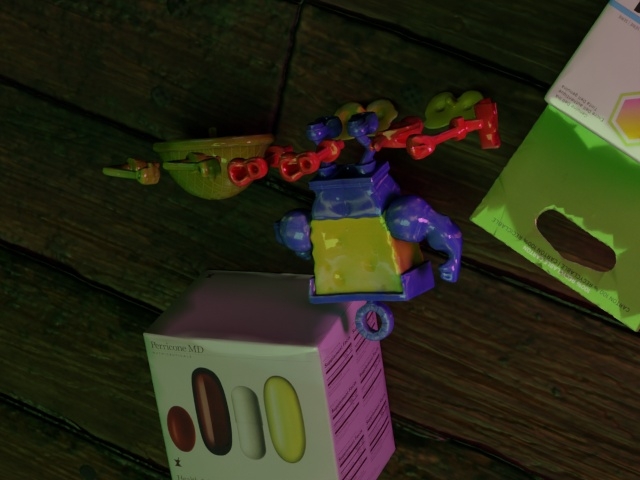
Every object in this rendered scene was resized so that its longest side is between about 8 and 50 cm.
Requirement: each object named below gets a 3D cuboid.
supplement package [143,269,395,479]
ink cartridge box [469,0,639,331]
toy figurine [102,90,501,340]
[{"bbox_3d":[-0.048,0.155,1.629,0.194,0.149,0.203,2,116,23],"label":"supplement package"},{"bbox_3d":[0.267,-0.070,1.357,0.189,0.097,0.255,34,100,6],"label":"ink cartridge box"},{"bbox_3d":[0.000,0.000,1.496,0.363,0.191,0.217,-4,107,28],"label":"toy figurine"}]
